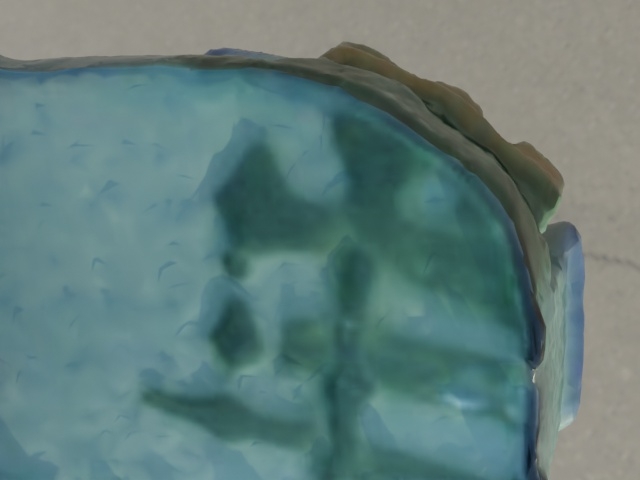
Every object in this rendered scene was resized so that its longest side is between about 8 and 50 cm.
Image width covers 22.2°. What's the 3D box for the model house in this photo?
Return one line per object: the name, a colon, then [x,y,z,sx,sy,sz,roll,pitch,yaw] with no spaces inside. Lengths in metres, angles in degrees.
model house: [0.000,0.000,0.877,0.295,0.329,0.251,0,103,17]
